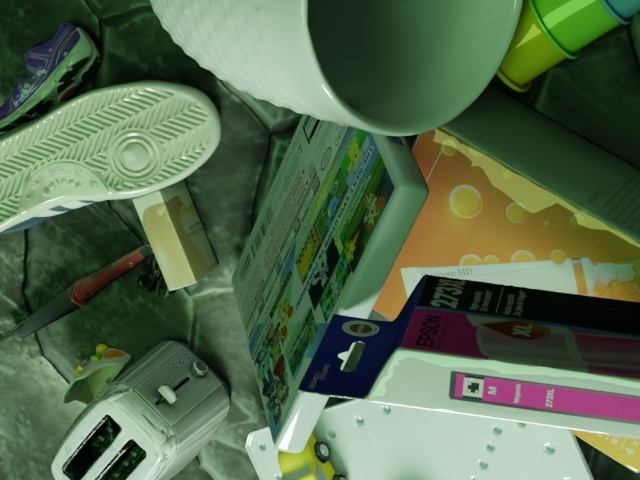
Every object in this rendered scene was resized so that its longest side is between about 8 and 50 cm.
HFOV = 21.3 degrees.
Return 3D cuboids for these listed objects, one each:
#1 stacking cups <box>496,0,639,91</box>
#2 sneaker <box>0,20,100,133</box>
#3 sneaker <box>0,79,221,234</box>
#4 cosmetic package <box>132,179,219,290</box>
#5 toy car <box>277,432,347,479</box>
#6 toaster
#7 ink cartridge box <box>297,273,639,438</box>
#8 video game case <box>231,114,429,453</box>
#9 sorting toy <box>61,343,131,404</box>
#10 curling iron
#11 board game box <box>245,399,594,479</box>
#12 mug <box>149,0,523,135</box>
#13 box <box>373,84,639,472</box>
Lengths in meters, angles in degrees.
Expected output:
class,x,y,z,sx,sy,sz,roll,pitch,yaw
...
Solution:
class,x,y,z,sx,sy,sz,roll,pitch,yaw
stacking cups,0.292,-0.261,1.607,0.316,0.096,0.096,-33,91,29
sneaker,-0.322,-0.185,1.958,0.170,0.068,0.071,-42,72,22
sneaker,-0.278,-0.097,1.934,0.350,0.148,0.131,-16,96,5
cosmetic package,-0.164,-0.008,1.934,0.041,0.060,0.115,-17,101,29
toy car,0.020,0.356,1.915,0.239,0.053,0.225,31,118,15
toaster,-0.219,0.229,1.994,0.129,0.146,0.227,46,121,6
ink cartridge box,0.177,0.099,1.499,0.370,0.176,0.069,5,111,10
video game case,0.000,0.000,1.747,0.036,0.300,0.329,14,120,-21
sorting toy,-0.280,0.166,2.042,0.045,0.075,0.083,43,120,6
curling iron,-0.274,0.070,2.028,0.274,0.035,0.068,-23,96,30
board game box,0.152,0.337,1.902,0.390,0.050,0.390,-21,97,31
mug,0.005,-0.308,1.636,0.328,0.276,0.374,20,84,47
box,0.236,0.030,1.689,0.345,0.168,0.215,31,118,14
